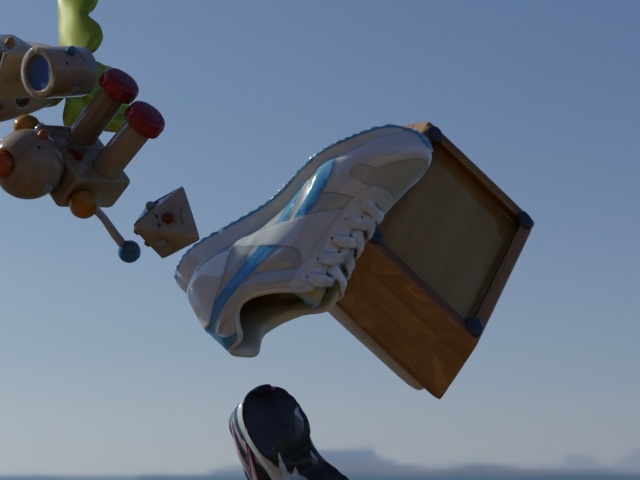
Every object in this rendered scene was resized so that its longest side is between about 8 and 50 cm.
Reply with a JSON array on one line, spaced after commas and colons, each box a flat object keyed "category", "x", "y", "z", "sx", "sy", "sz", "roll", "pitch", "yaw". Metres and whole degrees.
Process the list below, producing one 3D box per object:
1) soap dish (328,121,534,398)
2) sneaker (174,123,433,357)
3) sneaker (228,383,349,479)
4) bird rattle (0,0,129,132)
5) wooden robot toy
[{"category": "soap dish", "x": 0.122, "y": 0.010, "z": 1.812, "sx": 0.229, "sy": 0.291, "sz": 0.118, "roll": 43, "pitch": -47, "yaw": -10}, {"category": "sneaker", "x": 0.000, "y": 0.000, "z": 1.204, "sx": 0.229, "sy": 0.092, "sz": 0.087, "roll": -38, "pitch": -30, "yaw": 8}, {"category": "sneaker", "x": -0.022, "y": 0.208, "z": 1.313, "sx": 0.072, "sy": 0.178, "sz": 0.077, "roll": -20, "pitch": -5, "yaw": -27}, {"category": "bird rattle", "x": -0.299, "y": -0.128, "z": 1.385, "sx": 0.253, "sy": 0.143, "sz": 0.207, "roll": -32, "pitch": 30, "yaw": -28}, {"category": "wooden robot toy", "x": -0.137, "y": -0.053, "z": 0.788, "sx": 0.079, "sy": 0.173, "sz": 0.076, "roll": -8, "pitch": -39, "yaw": -52}]
